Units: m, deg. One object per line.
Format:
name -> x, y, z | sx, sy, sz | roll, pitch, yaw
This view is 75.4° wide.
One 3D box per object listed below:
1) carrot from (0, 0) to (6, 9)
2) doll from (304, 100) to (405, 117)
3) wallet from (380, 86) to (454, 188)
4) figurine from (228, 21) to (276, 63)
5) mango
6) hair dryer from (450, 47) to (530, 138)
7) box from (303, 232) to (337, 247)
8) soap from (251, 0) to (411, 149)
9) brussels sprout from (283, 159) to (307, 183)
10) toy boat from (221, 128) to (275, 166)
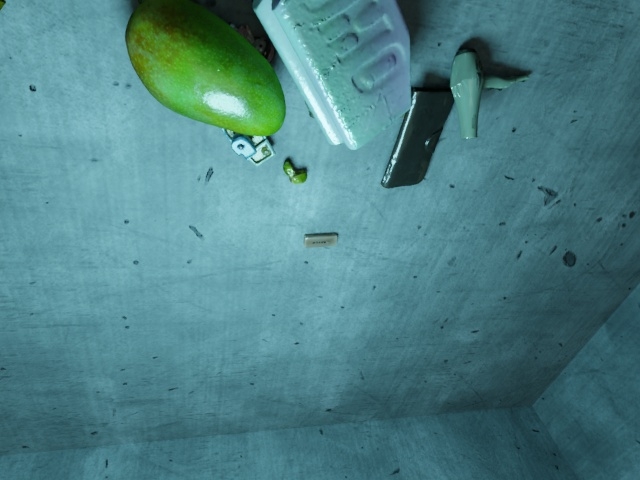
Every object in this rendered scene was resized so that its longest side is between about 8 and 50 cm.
carrot -> -0.762, -0.415, 0.834 | 0.302, 0.114, 0.114 | -41, 126, 14
doll -> 0.101, -0.382, 1.099 | 0.285, 0.091, 0.203 | -18, 143, 0
wallet -> 0.285, -0.293, 1.211 | 0.165, 0.042, 0.310 | -10, 133, -28
figurine -> -0.162, -0.470, 0.982 | 0.129, 0.054, 0.072 | 25, 103, -21
mango -> -0.245, -0.365, 0.924 | 0.381, 0.201, 0.225 | 33, 107, -21
hair dryer -> 0.463, -0.379, 1.142 | 0.267, 0.092, 0.229 | 10, 93, -22
box -> 0.000, 0.000, 1.413 | 0.115, 0.025, 0.048 | -3, 127, -12
soap -> 0.040, -0.460, 0.912 | 0.261, 0.156, 0.446 | -38, 119, -8
brussels sprout -> -0.078, -0.198, 1.221 | 0.083, 0.046, 0.051 | 31, 72, -26
toy boat -> -0.199, -0.275, 1.093 | 0.088, 0.102, 0.215 | -32, 128, 9
